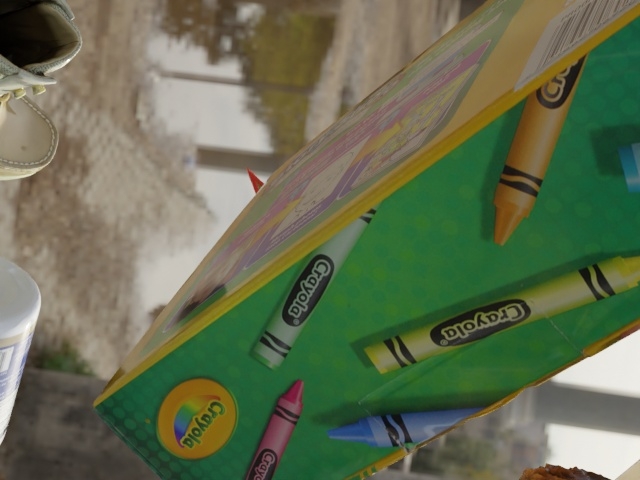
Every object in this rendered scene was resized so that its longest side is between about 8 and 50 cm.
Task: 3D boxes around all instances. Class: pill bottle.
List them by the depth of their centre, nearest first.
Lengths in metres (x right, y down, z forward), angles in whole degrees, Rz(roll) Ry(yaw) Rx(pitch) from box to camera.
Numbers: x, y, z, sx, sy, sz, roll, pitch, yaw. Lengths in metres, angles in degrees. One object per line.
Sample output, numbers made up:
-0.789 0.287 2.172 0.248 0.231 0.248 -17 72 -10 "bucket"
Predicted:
-0.257 0.097 0.993 0.094 0.094 0.169 -68 180 -62 "pill bottle"

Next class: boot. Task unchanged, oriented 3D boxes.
-0.210 -0.104 0.922 0.213 0.165 0.077 32 58 -48 "boot"

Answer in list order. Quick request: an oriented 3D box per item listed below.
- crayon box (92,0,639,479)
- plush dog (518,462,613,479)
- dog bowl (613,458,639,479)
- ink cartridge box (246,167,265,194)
0.057 -0.019 0.499 0.278 0.081 0.165 -36 -168 39 "crayon box"
0.079 0.208 0.649 0.225 0.211 0.262 -52 154 -15 "plush dog"
0.182 0.159 0.409 0.104 0.265 0.265 60 29 -32 "dog bowl"
0.000 0.000 1.558 0.179 0.045 0.145 43 20 -48 "ink cartridge box"
